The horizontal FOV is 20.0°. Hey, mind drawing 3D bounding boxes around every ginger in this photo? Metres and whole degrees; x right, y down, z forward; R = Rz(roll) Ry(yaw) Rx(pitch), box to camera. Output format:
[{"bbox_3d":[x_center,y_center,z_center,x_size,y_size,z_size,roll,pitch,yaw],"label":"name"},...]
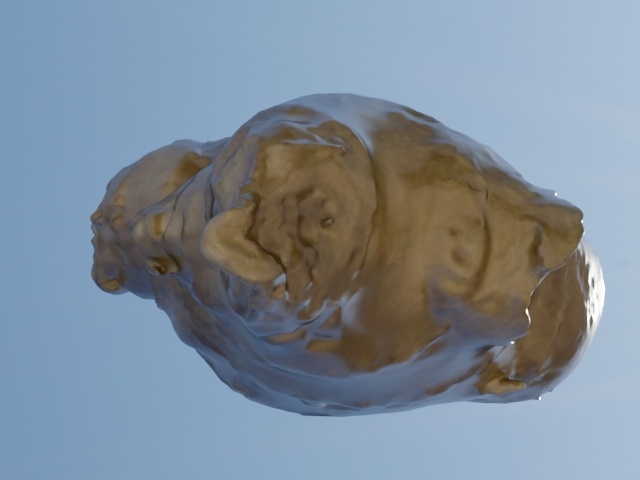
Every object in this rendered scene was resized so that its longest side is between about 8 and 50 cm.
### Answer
[{"bbox_3d":[0.000,0.000,0.717,0.270,0.218,0.123,41,-126,-64],"label":"ginger"}]
